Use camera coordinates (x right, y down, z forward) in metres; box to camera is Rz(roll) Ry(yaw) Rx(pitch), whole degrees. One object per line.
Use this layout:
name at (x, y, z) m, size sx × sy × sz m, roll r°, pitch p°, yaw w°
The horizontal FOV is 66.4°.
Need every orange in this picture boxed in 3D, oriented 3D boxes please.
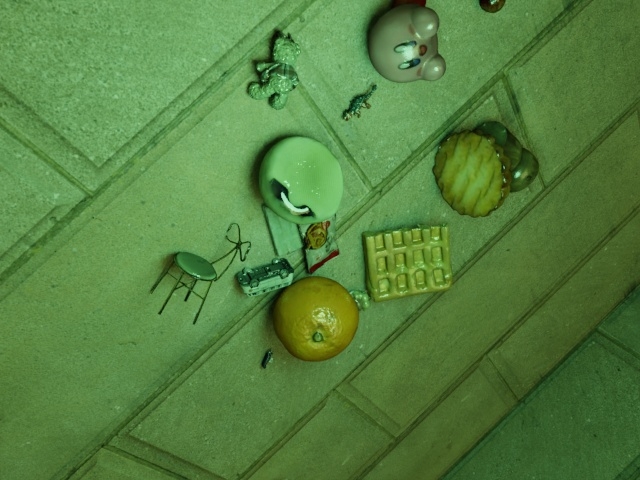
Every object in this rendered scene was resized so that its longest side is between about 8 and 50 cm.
orange at (-0.017, 0.280, 1.746) m, size 0.312 × 0.312 × 0.312 m, roll -13°, pitch 122°, yaw -23°

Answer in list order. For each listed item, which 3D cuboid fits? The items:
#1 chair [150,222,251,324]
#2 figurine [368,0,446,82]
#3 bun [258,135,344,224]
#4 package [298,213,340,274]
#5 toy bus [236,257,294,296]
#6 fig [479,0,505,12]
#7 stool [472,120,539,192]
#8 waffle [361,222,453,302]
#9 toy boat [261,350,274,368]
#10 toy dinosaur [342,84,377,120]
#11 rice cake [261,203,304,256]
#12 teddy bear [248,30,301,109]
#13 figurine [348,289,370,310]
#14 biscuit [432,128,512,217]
chair at (-0.379, 0.085, 1.526) m, size 0.170 × 0.160 × 0.325 m, roll 23°, pitch 107°, yaw -37°
figurine at (0.250, -0.595, 1.486) m, size 0.211 × 0.261 × 0.269 m, roll -13°, pitch 127°, yaw 10°
bun at (-0.071, -0.182, 1.542) m, size 0.283 × 0.179 × 0.283 m, roll 2°, pitch 85°, yaw -25°
package at (0.000, 0.000, 1.749) m, size 0.154 × 0.030 × 0.239 m, roll -30°, pitch 135°, yaw -23°
toy bus at (-0.192, 0.133, 1.700) m, size 0.194 × 0.087 × 0.089 m, roll -17°, pitch 132°, yaw -22°
fig at (0.583, -0.794, 1.640) m, size 0.089 × 0.089 × 0.125 m, roll -55°, pitch 148°, yaw 7°
stool at (0.701, -0.320, 1.895) m, size 0.264 × 0.179 × 0.179 m, roll 26°, pitch 101°, yaw -36°
waffle at (0.342, 0.086, 1.889) m, size 0.348 × 0.077 × 0.304 m, roll -9°, pitch 113°, yaw 1°
toy boat at (-0.203, 0.464, 1.903) m, size 0.038 × 0.038 × 0.083 m, roll 16°, pitch 106°, yaw -35°
toy dinosaur at (0.129, -0.444, 1.586) m, size 0.154 × 0.049 × 0.055 m, roll -46°, pitch 125°, yaw 7°
rice cake at (-0.122, -0.043, 1.670) m, size 0.124 × 0.038 × 0.211 m, roll -20°, pitch 125°, yaw -19°
teddy bear at (-0.115, -0.480, 1.389) m, size 0.133 × 0.111 × 0.213 m, roll 10°, pitch 112°, yaw -37°
figurine at (0.106, 0.263, 1.933) m, size 0.197 × 0.093 × 0.147 m, roll -30°, pitch 116°, yaw -11°
biscuit at (0.554, -0.244, 1.766) m, size 0.107 × 0.326 × 0.325 m, roll -17°, pitch 123°, yaw -29°
